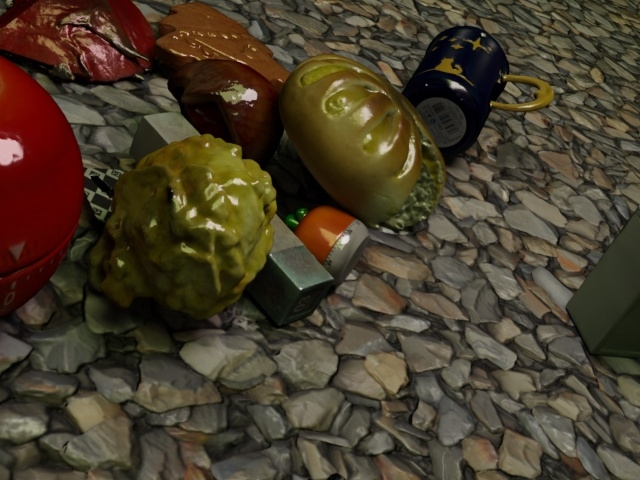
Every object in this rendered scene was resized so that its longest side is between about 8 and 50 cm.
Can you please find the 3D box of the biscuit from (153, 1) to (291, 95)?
[{"bbox_3d":[-0.190,-0.367,1.701,0.284,0.043,0.306,7,37,-32],"label":"biscuit"}]

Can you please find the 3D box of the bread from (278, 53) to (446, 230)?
[{"bbox_3d":[0.075,-0.166,1.450,0.333,0.160,0.333,45,21,-23],"label":"bread"}]

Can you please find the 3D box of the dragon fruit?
[{"bbox_3d":[-0.400,-0.387,1.587,0.282,0.100,0.343,24,38,-9],"label":"dragon fruit"}]

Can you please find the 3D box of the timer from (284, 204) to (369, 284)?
[{"bbox_3d":[0.000,0.000,1.351,0.136,0.099,0.136,17,22,-7],"label":"timer"}]

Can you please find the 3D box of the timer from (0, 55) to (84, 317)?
[{"bbox_3d":[-0.457,-0.074,1.028,0.378,0.279,0.378,16,35,-12],"label":"timer"}]

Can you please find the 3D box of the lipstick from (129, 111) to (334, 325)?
[{"bbox_3d":[-0.135,-0.040,1.319,0.076,0.079,0.371,-16,55,-47],"label":"lipstick"}]

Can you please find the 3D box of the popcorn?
[{"bbox_3d":[-0.180,-0.022,1.170,0.266,0.192,0.233,-39,60,-14],"label":"popcorn"}]

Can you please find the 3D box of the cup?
[{"bbox_3d":[0.286,-0.292,1.744,0.178,0.255,0.256,59,33,-21],"label":"cup"}]

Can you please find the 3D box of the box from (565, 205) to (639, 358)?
[{"bbox_3d":[0.552,0.074,1.467,0.225,0.225,0.117,8,41,-23],"label":"box"}]

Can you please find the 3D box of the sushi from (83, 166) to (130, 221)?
[{"bbox_3d":[-0.281,-0.054,1.309,0.126,0.026,0.120,2,42,-40],"label":"sushi"}]

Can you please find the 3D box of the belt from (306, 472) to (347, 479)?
[{"bbox_3d":[-0.041,0.373,0.856,0.094,0.126,0.359,38,42,-4],"label":"belt"}]

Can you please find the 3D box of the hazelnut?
[{"bbox_3d":[-0.153,-0.199,1.455,0.202,0.170,0.160,23,54,26],"label":"hazelnut"}]
